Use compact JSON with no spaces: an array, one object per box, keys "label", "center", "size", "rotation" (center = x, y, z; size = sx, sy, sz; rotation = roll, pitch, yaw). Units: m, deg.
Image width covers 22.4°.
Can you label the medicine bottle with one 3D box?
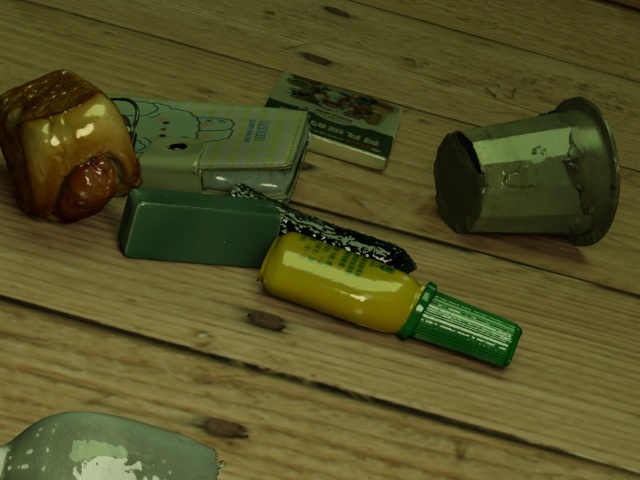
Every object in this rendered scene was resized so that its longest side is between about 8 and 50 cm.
[{"label":"medicine bottle","center":[0.082,0.070,1.870],"size":[0.309,0.076,0.111],"rotation":[19,25,7]}]

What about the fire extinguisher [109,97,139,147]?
[{"label":"fire extinguisher","center":[-0.284,-0.155,2.045],"size":[0.157,0.078,0.045],"rotation":[17,-19,29]}]

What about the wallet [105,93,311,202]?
[{"label":"wallet","center":[-0.176,-0.126,2.114],"size":[0.309,0.077,0.223],"rotation":[5,30,4]}]

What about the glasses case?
[{"label":"glasses case","center":[-0.142,-0.014,1.907],"size":[0.184,0.078,0.039],"rotation":[5,29,-25]}]

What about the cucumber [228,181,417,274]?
[{"label":"cucumber","center":[-0.001,0.002,1.987],"size":[0.245,0.067,0.067],"rotation":[24,23,4]}]

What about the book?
[{"label":"book","center":[0.017,-0.185,2.467],"size":[0.202,0.027,0.264],"rotation":[18,23,1]}]

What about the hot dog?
[{"label":"hot dog","center":[-0.296,-0.103,1.907],"size":[0.150,0.153,0.257],"rotation":[-23,21,-14]}]

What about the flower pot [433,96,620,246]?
[{"label":"flower pot","center":[0.279,-0.090,2.229],"size":[0.202,0.212,0.212],"rotation":[-4,30,-24]}]

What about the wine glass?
[{"label":"wine glass","center":[-0.244,0.190,1.303],"size":[0.321,0.143,0.143],"rotation":[12,23,-13]}]
